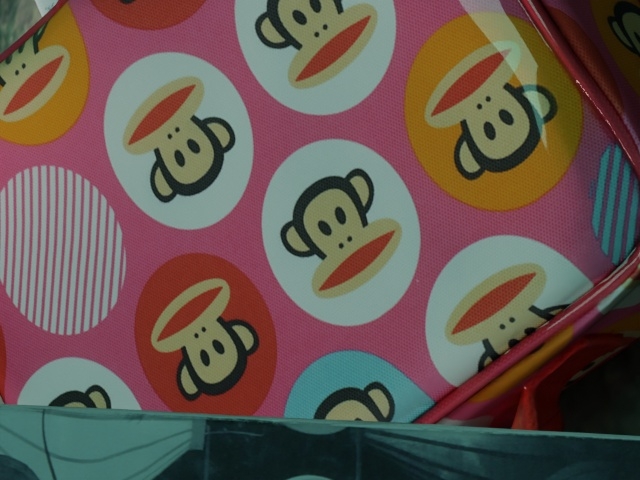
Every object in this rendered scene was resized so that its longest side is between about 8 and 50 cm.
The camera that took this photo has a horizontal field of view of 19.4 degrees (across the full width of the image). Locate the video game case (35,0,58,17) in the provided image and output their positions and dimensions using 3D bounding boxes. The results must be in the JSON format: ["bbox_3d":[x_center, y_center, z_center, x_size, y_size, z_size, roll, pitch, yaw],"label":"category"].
[{"bbox_3d":[-0.103,-0.152,0.965,0.119,0.015,0.166,-46,47,21],"label":"video game case"}]

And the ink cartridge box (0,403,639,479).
[{"bbox_3d":[0.043,0.135,0.505,0.065,0.333,0.165,106,166,-68],"label":"ink cartridge box"}]

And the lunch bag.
[{"bbox_3d":[0.000,0.000,0.693,0.293,0.120,0.258,-37,75,29],"label":"lunch bag"}]
